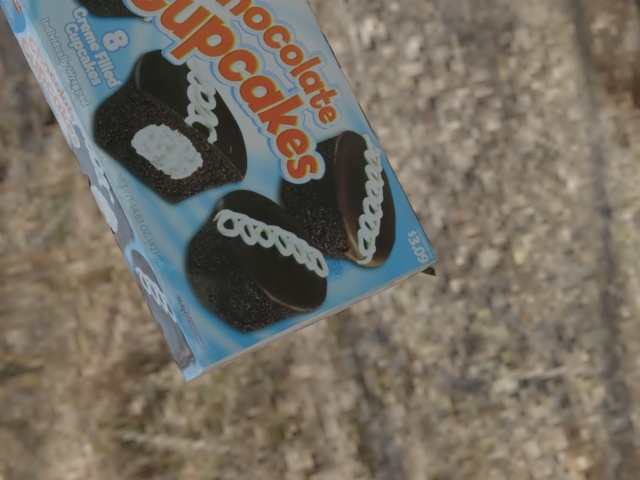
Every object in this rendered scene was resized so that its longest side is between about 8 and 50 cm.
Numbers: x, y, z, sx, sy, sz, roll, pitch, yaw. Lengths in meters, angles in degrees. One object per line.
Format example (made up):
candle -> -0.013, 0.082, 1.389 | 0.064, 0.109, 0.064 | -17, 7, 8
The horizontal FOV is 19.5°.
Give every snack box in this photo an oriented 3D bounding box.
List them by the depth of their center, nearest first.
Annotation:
snack box -> -0.076, -0.087, 1.273 | 0.322, 0.187, 0.060 | 63, 159, 6

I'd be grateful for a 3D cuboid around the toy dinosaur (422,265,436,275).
toy dinosaur -> 0.000, 0.000, 1.653 | 0.064, 0.268, 0.118 | -18, 87, 40
